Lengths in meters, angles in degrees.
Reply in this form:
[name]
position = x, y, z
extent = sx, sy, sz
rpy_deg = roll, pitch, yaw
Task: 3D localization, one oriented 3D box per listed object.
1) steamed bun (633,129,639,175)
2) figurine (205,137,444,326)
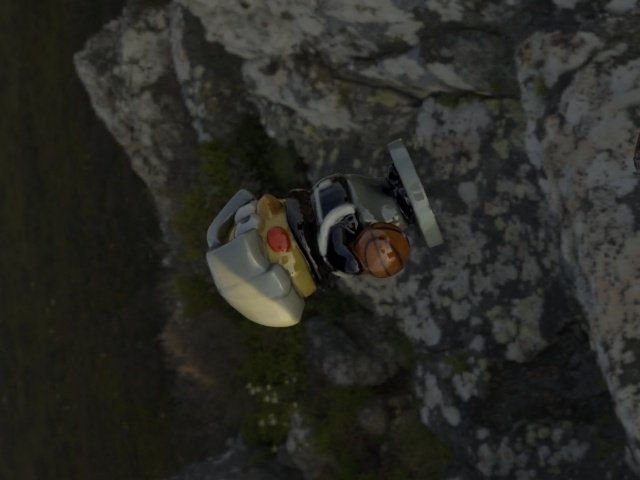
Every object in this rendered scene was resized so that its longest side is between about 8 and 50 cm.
[steamed bun]
position = 0.519, -0.165, 0.972
extent = 0.252, 0.199, 0.301
rpy_deg = 34, 138, 15
[figurine]
position = 0.000, 0.000, 0.879
extent = 0.176, 0.236, 0.133
rpy_deg = -96, -17, -63
